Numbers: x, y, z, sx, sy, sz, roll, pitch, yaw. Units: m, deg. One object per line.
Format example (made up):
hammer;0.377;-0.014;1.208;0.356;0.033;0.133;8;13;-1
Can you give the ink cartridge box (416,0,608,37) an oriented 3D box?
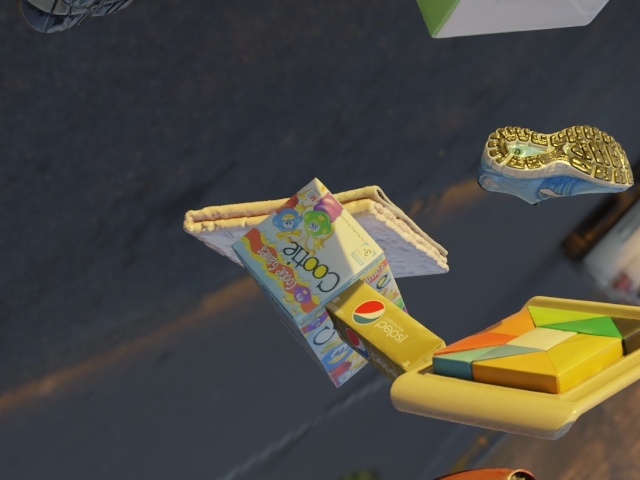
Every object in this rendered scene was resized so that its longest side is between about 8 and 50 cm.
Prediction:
ink cartridge box;0.169;-0.399;1.626;0.207;0.353;0.119;-9;155;-25

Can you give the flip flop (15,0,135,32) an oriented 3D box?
flip flop;-0.304;-0.336;1.939;0.112;0.080;0.277;-42;176;31

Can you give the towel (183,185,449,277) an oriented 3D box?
towel;0.000;0.000;2.340;0.317;0.053;0.332;-7;160;23

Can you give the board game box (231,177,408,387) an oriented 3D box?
board game box;0.009;0.061;1.997;0.142;0.144;0.275;-39;156;-5

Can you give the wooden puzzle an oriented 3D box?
wooden puzzle;0.218;0.111;1.485;0.221;0.044;0.239;5;-155;46

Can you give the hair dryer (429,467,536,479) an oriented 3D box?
hair dryer;0.187;0.275;1.470;0.223;0.080;0.293;-5;154;12

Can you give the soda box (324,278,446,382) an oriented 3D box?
soda box;0.081;0.116;1.771;0.058;0.181;0.061;-36;127;-14

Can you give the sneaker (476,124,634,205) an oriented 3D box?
sneaker;0.222;-0.068;1.453;0.162;0.063;0.073;6;147;-17
